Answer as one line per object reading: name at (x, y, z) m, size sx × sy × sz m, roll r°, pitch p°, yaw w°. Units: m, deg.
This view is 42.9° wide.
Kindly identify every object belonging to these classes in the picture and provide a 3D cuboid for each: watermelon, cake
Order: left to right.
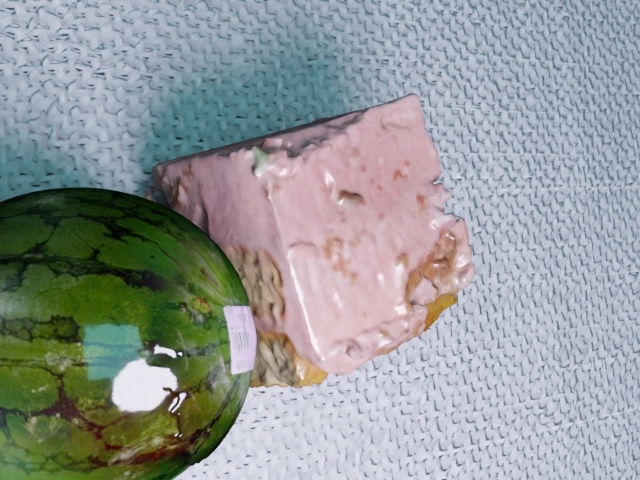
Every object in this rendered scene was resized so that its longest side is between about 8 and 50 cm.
watermelon at (-0.249, 0.107, 0.847) m, size 0.363 × 0.363 × 0.363 m, roll 4°, pitch 82°, yaw -30°
cake at (0.000, 0.000, 1.031) m, size 0.314 × 0.293 × 0.307 m, roll -21°, pitch 97°, yaw -36°
